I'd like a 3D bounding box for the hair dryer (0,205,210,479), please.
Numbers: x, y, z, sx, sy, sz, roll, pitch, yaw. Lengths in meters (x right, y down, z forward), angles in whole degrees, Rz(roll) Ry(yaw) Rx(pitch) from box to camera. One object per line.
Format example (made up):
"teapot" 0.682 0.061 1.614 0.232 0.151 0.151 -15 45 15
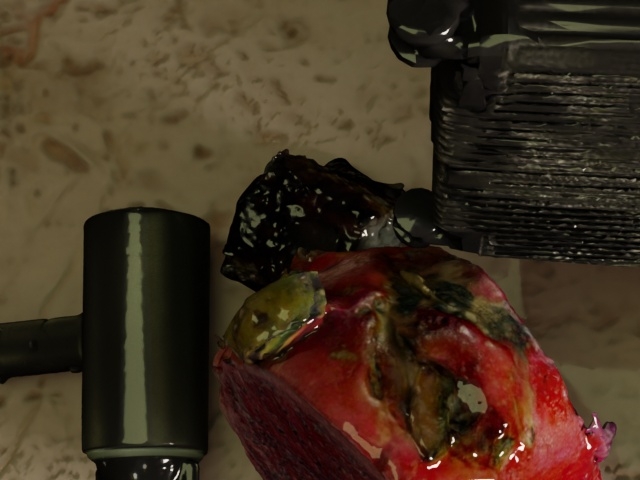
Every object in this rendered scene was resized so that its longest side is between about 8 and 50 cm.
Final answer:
"hair dryer" -0.182 0.093 0.876 0.248 0.078 0.196 -7 74 25

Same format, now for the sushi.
"sushi" -0.001 0.000 0.833 0.084 0.098 0.094 31 105 25

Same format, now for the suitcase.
"suitcase" 0.199 -0.087 0.606 0.335 0.229 0.152 4 70 5

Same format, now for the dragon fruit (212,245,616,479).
"dragon fruit" 0.058 0.101 0.732 0.147 0.282 0.211 -42 33 -20
